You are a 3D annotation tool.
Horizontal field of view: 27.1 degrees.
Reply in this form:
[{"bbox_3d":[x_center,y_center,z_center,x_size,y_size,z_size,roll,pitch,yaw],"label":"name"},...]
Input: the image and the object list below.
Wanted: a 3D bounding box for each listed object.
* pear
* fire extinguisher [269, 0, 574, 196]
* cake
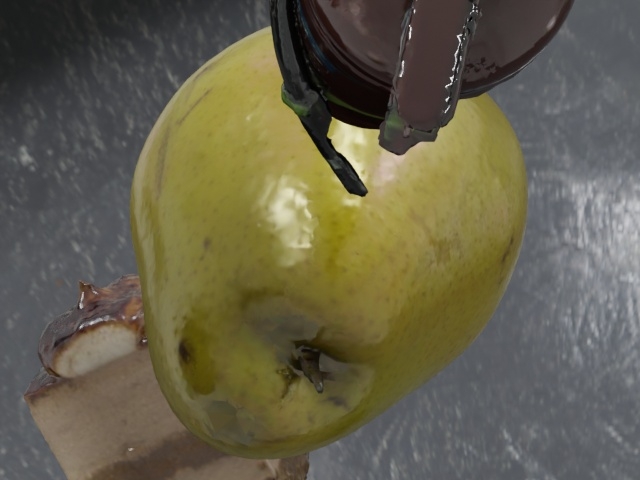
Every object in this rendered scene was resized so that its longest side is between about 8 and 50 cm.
[{"bbox_3d":[0.004,0.007,0.898,0.285,0.285,0.336,-3,55,8],"label":"pear"},{"bbox_3d":[0.031,-0.085,0.528,0.105,0.341,0.141,5,93,-1],"label":"fire extinguisher"},{"bbox_3d":[-0.154,0.151,1.273,0.196,0.199,0.293,-25,105,14],"label":"cake"}]
